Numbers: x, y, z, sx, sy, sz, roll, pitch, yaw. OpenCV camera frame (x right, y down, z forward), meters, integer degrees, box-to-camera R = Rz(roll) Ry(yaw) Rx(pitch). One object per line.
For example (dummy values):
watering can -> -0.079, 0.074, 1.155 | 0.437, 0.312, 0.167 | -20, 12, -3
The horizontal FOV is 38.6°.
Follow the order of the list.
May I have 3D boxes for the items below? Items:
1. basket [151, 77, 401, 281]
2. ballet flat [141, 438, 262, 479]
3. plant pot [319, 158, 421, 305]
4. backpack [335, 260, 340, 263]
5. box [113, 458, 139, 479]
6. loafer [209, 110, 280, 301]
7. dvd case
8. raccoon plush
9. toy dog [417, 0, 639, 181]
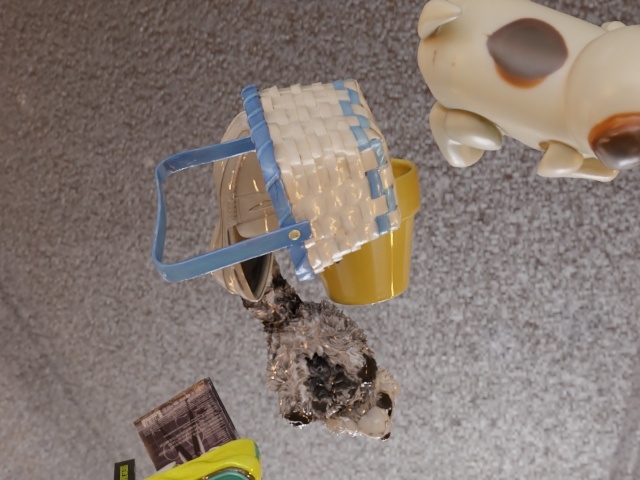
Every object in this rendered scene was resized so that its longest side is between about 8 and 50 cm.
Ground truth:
basket -> -0.060, -0.064, 1.092 | 0.288, 0.255, 0.201 | -12, 126, 0
ballet flat -> -0.166, 0.307, 1.148 | 0.231, 0.077, 0.077 | -27, 120, 24
plant pot -> 0.076, -0.014, 1.763 | 0.253, 0.254, 0.239 | -6, 106, 14
backpack -> 0.000, 0.000, 1.589 | 0.084, 0.105, 0.114 | 7, 169, -2
box -> -0.313, 0.488, 1.540 | 0.045, 0.184, 0.191 | -11, 99, -9
loafer -> -0.102, -0.049, 1.400 | 0.112, 0.111, 0.320 | -23, 136, -35
dvd case -> -0.197, 0.360, 1.507 | 0.164, 0.221, 0.018 | -33, 168, 18
raccoon plush -> 0.017, 0.203, 1.861 | 0.216, 0.447, 0.299 | -23, 161, 12
toy dog -> 0.375, -0.249, 1.370 | 0.407, 0.285, 0.395 | 23, 165, 40
